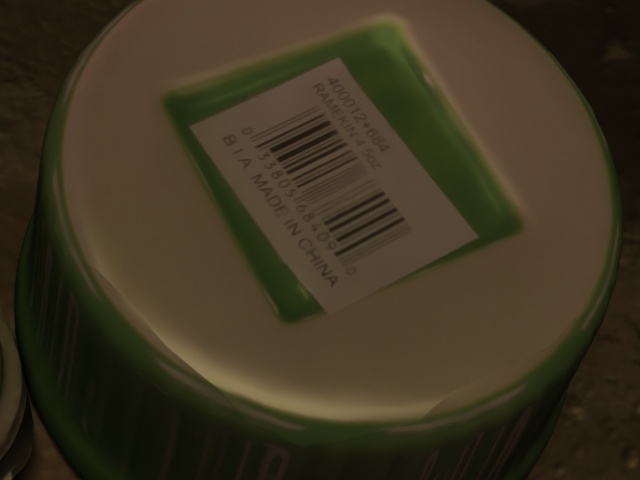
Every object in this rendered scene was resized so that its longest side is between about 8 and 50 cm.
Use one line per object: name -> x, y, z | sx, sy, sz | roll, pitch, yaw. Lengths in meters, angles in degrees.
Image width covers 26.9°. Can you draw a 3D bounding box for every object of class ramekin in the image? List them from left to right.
ramekin -> 0.000, 0.000, 0.666 | 0.303, 0.148, 0.303 | 5, 60, -8

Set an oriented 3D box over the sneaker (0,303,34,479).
sneaker -> -0.260, -0.066, 0.635 | 0.158, 0.182, 0.410 | -28, 69, -23
